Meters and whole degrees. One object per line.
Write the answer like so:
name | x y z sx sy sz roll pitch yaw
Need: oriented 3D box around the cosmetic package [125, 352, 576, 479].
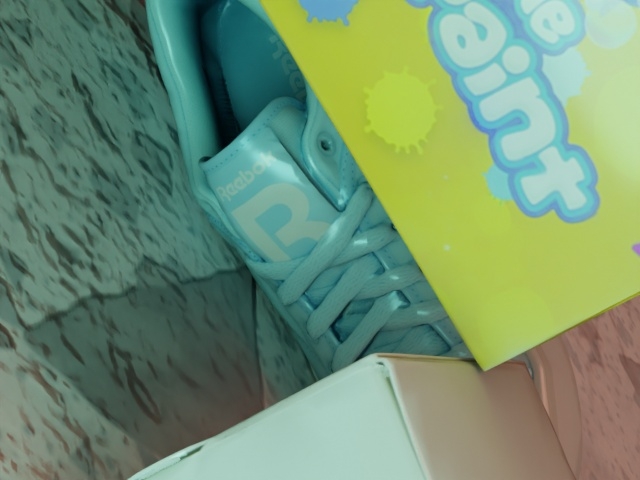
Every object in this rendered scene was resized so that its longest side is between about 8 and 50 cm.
cosmetic package | 0.041 0.243 0.659 0.155 0.197 0.366 10 57 -62

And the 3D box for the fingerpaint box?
fingerpaint box | 0.068 -0.215 0.800 0.445 0.163 0.371 58 26 -2

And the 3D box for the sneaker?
sneaker | 0.000 0.000 0.958 0.150 0.135 0.366 5 50 -54
